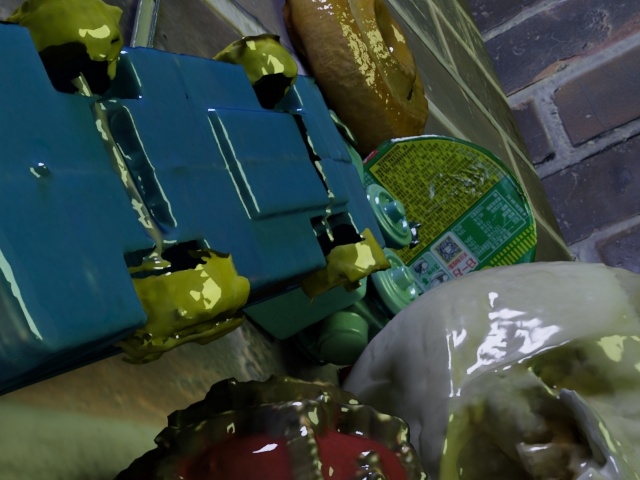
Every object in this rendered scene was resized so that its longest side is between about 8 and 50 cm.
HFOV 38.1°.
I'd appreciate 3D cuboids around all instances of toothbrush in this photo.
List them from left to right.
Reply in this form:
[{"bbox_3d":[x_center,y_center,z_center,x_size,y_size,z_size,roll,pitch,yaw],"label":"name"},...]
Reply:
[{"bbox_3d":[-0.144,-0.211,0.790,0.026,0.028,0.294,47,32,-37],"label":"toothbrush"}]

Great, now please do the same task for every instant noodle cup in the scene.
[{"bbox_3d":[0.133,0.003,0.991,0.207,0.207,0.233,68,14,9],"label":"instant noodle cup"}]

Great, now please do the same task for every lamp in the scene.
[{"bbox_3d":[-0.012,0.200,0.415,0.177,0.177,0.273,39,32,-49],"label":"lamp"}]

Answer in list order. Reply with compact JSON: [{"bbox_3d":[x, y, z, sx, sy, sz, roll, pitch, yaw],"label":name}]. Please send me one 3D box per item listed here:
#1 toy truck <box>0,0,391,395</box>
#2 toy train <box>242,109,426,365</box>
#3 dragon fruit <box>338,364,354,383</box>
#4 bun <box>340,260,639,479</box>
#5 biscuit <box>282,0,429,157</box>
[{"bbox_3d":[-0.091,-0.013,0.489,0.161,0.162,0.385,66,22,4],"label":"toy truck"},{"bbox_3d":[0.000,0.000,0.776,0.163,0.112,0.203,43,28,-31],"label":"toy train"},{"bbox_3d":[0.080,0.162,0.837,0.097,0.063,0.131,0,66,-67],"label":"dragon fruit"},{"bbox_3d":[0.152,0.172,0.595,0.213,0.361,0.361,81,-2,-58],"label":"bun"},{"bbox_3d":[0.056,-0.246,1.212,0.296,0.102,0.296,53,22,-33],"label":"biscuit"}]
